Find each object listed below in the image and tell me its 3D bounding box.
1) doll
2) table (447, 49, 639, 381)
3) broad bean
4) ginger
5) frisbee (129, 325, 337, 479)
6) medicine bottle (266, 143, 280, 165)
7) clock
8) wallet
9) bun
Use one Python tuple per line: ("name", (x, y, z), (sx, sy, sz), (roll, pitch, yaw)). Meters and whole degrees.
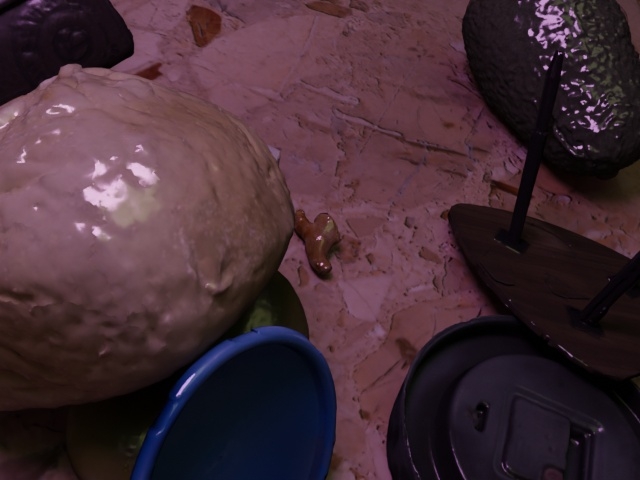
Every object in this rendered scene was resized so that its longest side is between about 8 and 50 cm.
("doll", (0.357, -0.248, 1.254), (0.247, 0.247, 0.349), (-11, 65, -29))
("table", (0.348, -0.032, 0.985), (0.317, 0.249, 0.317), (17, 31, -11))
("broad bean", (-0.113, 0.140, 0.808), (0.189, 0.121, 0.263), (41, 63, 8))
("ginger", (0.000, -0.001, 1.020), (0.048, 0.030, 0.097), (-23, 55, -4))
("frisbee", (-0.072, 0.185, 0.714), (0.045, 0.242, 0.242), (13, 36, 36))
("medicine bottle", (-0.155, -0.071, 1.002), (0.171, 0.052, 0.201), (26, 45, 1))
("clock", (0.224, 0.224, 0.888), (0.325, 0.067, 0.325), (12, 47, -13))
("wallet", (-0.363, -0.184, 0.877), (0.321, 0.044, 0.170), (-35, 111, -10))
("bun", (-0.206, -0.023, 0.743), (0.349, 0.227, 0.352), (-29, 26, -9))
